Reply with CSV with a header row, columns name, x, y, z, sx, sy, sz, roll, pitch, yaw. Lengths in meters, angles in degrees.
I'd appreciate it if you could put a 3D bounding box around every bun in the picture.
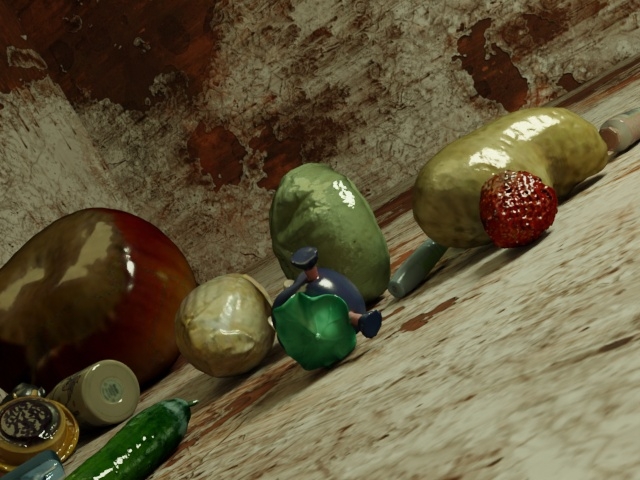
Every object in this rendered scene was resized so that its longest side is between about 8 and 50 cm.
name,x,y,z,sx,sy,sz,roll,pitch,yaw
bun,0.000,0.000,1.294,0.118,0.195,0.195,-25,2,-12

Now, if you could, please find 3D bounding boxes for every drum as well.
name,x,y,z,sx,sy,sz,roll,pitch,yaw
drum,0.151,-0.004,1.292,0.253,0.049,0.130,-44,-3,-26

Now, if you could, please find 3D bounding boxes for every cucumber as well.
name,x,y,z,sx,sy,sz,roll,pitch,yaw
cucumber,-0.188,0.213,1.033,0.056,0.056,0.250,-28,7,34

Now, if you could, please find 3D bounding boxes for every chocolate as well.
name,x,y,z,sx,sy,sz,roll,pitch,yaw
chocolate,-0.121,0.106,1.380,0.134,0.134,0.309,-31,3,2

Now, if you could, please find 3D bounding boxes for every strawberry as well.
name,x,y,z,sx,sy,sz,roll,pitch,yaw
strawberry,0.198,-0.030,1.064,0.083,0.083,0.096,-27,13,46

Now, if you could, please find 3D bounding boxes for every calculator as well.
name,x,y,z,sx,sy,sz,roll,pitch,yaw
calculator,-0.389,0.319,1.347,0.121,0.039,0.210,-30,2,-18

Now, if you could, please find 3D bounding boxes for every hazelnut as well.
name,x,y,z,sx,sy,sz,roll,pitch,yaw
hazelnut,-0.414,0.144,1.872,0.409,0.359,0.359,-34,2,15

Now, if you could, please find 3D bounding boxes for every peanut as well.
name,x,y,z,sx,sy,sz,roll,pitch,yaw
peanut,0.220,-0.075,1.198,0.253,0.137,0.122,-32,-40,-27

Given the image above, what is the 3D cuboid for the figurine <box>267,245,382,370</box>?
name,x,y,z,sx,sy,sz,roll,pitch,yaw
figurine,-0.007,0.071,1.083,0.102,0.111,0.195,-51,4,0

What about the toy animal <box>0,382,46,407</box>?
name,x,y,z,sx,sy,sz,roll,pitch,yaw
toy animal,-0.554,0.336,1.539,0.343,0.168,0.106,-16,-8,-34

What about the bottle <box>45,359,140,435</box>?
name,x,y,z,sx,sy,sz,roll,pitch,yaw
bottle,-0.366,0.255,1.637,0.110,0.097,0.209,7,-21,-35

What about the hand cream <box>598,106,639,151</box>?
name,x,y,z,sx,sy,sz,roll,pitch,yaw
hand cream,0.418,-0.156,1.355,0.210,0.043,0.067,-26,2,-44

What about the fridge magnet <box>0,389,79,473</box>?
name,x,y,z,sx,sy,sz,roll,pitch,yaw
fridge magnet,-0.425,0.281,1.517,0.143,0.143,0.063,-33,-37,-41
